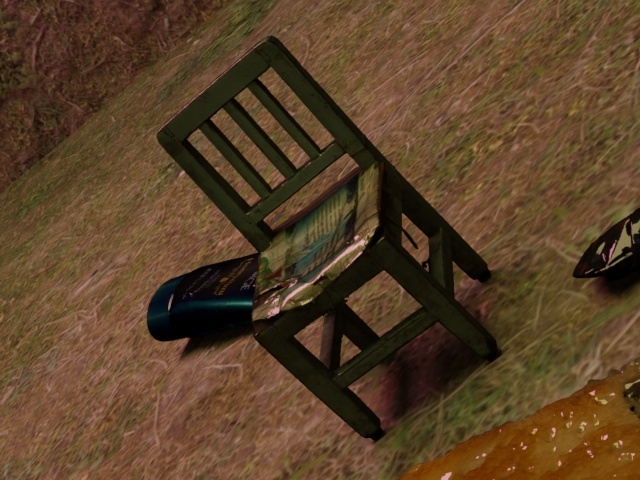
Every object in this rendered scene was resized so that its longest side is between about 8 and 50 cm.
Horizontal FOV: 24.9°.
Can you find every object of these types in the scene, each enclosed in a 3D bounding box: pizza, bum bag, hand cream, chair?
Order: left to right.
[{"bbox_3d":[-0.072,0.050,1.503,0.270,0.061,0.120,-15,29,43],"label":"hand cream"},{"bbox_3d":[0.000,0.000,1.104,0.136,0.270,0.147,-37,20,21],"label":"chair"},{"bbox_3d":[0.129,0.161,0.753,0.223,0.089,0.323,-32,10,-1],"label":"pizza"},{"bbox_3d":[0.228,-0.007,1.004,0.124,0.034,0.058,-38,6,20],"label":"bum bag"}]
